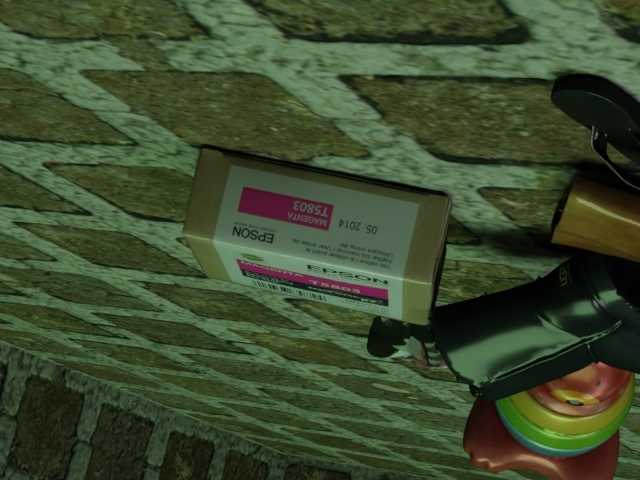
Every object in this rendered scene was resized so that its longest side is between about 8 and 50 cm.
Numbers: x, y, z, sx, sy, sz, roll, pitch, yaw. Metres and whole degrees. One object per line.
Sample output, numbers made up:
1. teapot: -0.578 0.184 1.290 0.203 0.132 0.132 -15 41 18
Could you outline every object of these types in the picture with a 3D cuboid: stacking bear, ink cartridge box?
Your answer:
1. stacking bear: 0.263 0.144 1.718 0.175 0.164 0.289 16 156 5
2. ink cartridge box: 0.000 0.000 1.514 0.234 0.088 0.193 12 168 7

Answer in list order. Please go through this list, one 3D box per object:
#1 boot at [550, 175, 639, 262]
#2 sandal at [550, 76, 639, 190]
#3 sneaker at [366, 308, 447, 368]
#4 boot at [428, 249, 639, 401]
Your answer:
1. boot: 0.328 -0.007 1.246 0.280 0.096 0.264 20 174 0
2. sandal: 0.220 -0.063 1.135 0.067 0.040 0.179 -1 161 46
3. sneaker: 0.138 0.117 1.949 0.077 0.072 0.178 8 180 -35
4. boot: 0.246 0.098 1.532 0.207 0.094 0.246 -26 137 35
